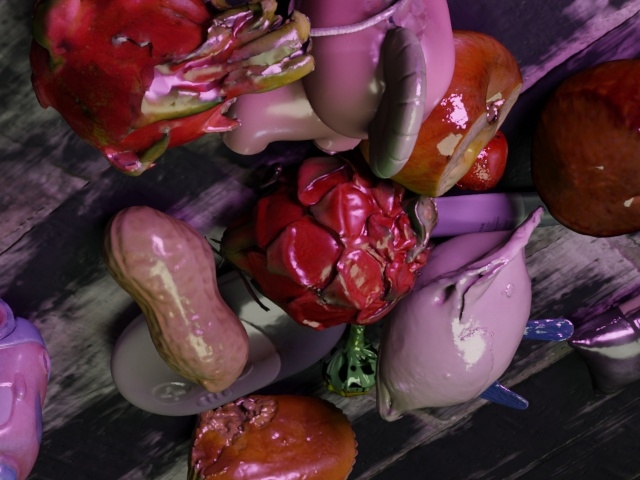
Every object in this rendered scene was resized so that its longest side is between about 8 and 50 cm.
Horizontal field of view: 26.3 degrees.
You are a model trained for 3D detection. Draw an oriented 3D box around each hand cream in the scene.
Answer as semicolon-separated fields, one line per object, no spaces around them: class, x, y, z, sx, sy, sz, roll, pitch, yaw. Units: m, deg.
hand cream;0.232;-0.035;1.847;0.255;0.048;0.079;-4;136;-22

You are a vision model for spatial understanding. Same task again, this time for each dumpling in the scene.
dumpling;0.191;0.090;1.785;0.260;0.181;0.341;-46;144;-42

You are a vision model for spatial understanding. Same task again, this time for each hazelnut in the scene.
hazelnut;0.361;-0.125;1.686;0.218;0.218;0.234;10;142;-38

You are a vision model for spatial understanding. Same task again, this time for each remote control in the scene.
remote control;-0.118;0.130;1.817;0.332;0.103;0.221;-25;141;0

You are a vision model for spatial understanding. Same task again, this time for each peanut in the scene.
peanut;-0.169;0.068;1.656;0.111;0.125;0.275;-7;122;30

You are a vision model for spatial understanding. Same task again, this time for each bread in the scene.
bread;-0.073;0.322;2.037;0.250;0.179;0.133;-2;150;-13

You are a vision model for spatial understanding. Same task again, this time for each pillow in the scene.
pillow;0.530;0.148;2.208;0.249;0.106;0.186;-30;137;7

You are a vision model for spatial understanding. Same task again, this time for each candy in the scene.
candy;0.049;0.103;1.920;0.083;0.091;0.306;-39;147;-39

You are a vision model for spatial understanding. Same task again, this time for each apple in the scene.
apple;0.131;-0.150;1.530;0.173;0.160;0.195;-39;-176;46

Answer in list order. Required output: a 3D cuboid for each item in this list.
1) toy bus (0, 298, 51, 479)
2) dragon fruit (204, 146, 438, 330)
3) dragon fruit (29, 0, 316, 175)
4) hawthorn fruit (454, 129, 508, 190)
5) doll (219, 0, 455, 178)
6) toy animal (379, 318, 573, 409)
toy bus;-0.457;0.217;1.628;0.294;0.232;0.197;-4;141;-24
dragon fruit;0.000;0.000;1.655;0.293;0.234;0.233;-6;157;33
dragon fruit;-0.148;-0.186;1.294;0.269;0.200;0.198;-25;154;6
hawthorn fruit;0.193;-0.106;1.701;0.093;0.093;0.093;-15;145;-11
doll;0.024;-0.187;1.350;0.216;0.284;0.268;-5;164;-17
toy animal;0.226;0.126;1.966;0.255;0.239;0.176;4;-163;36
